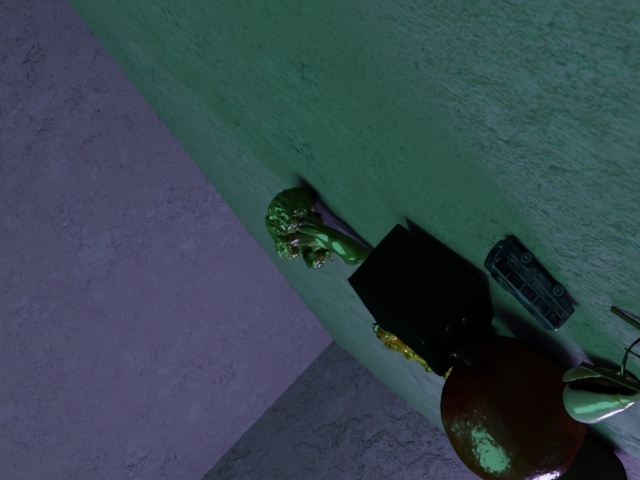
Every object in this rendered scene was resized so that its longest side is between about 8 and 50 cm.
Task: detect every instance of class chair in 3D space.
[{"bbox_3d":[0.488,0.186,1.029,0.095,0.104,0.221,21,-173,-29],"label":"chair"}]

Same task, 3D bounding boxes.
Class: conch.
[{"bbox_3d":[0.496,0.273,1.307,0.176,0.094,0.104,117,144,-75],"label":"conch"}]

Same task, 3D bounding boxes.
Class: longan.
[{"bbox_3d":[0.597,0.546,1.679,0.198,0.198,0.212,58,-173,-51],"label":"longan"}]

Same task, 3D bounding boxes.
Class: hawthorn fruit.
[{"bbox_3d":[0.386,0.340,1.483,0.295,0.295,0.311,87,164,-74],"label":"hawthorn fruit"}]

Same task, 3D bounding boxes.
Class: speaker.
[{"bbox_3d":[0.223,0.132,1.559,0.232,0.184,0.254,39,171,32],"label":"speaker"}]

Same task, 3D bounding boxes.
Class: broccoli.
[{"bbox_3d":[-0.031,0.004,2.017,0.302,0.186,0.254,51,160,1],"label":"broccoli"}]

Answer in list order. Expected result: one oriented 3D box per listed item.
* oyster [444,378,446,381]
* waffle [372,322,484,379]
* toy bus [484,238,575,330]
[{"bbox_3d":[0.440,0.465,2.418,0.122,0.045,0.146,34,175,-26],"label":"oyster"},{"bbox_3d":[0.319,0.279,1.824,0.382,0.095,0.379,20,161,28],"label":"waffle"},{"bbox_3d":[0.340,0.072,1.196,0.166,0.065,0.047,45,171,-5],"label":"toy bus"}]
